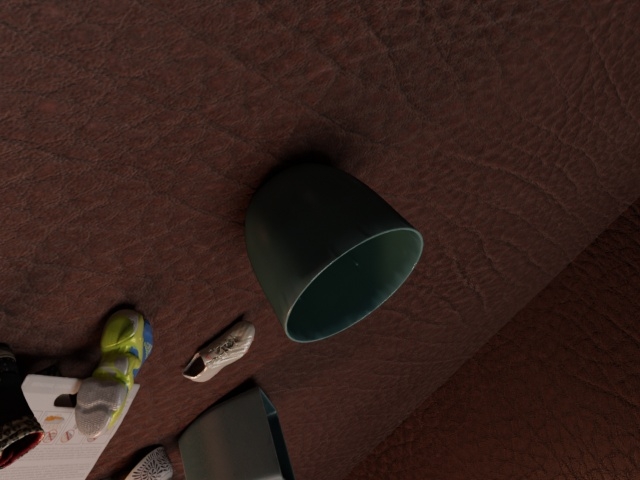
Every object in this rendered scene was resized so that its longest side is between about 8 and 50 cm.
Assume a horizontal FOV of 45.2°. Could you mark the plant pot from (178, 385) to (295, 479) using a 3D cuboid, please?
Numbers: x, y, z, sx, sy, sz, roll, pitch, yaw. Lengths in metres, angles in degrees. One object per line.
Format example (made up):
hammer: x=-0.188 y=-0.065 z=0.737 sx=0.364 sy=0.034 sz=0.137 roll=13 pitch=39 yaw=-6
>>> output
plant pot: x=-0.227 y=0.562 z=2.017 sx=0.252 sy=0.247 sz=0.247 roll=-17 pitch=152 yaw=0

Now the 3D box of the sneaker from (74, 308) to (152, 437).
sneaker: x=-0.366 y=0.247 z=1.422 sx=0.126 sy=0.091 sz=0.240 roll=29 pitch=82 yaw=-74

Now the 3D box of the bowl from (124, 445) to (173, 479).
bowl: x=-0.430 y=0.618 z=1.960 sx=0.170 sy=0.080 sz=0.170 roll=-49 pitch=163 yaw=-21

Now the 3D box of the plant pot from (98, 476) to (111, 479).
plant pot: x=-0.567 y=0.672 z=1.913 sx=0.109 sy=0.096 sz=0.109 roll=-5 pitch=138 yaw=-47

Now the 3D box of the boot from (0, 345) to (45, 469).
boot: x=-0.572 y=0.295 z=1.220 sx=0.236 sy=0.178 sz=0.085 roll=-31 pitch=153 yaw=-15

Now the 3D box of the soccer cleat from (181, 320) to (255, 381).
soccer cleat: x=-0.224 y=0.249 z=1.702 sx=0.196 sy=0.068 sz=0.076 roll=-43 pitch=150 yaw=17

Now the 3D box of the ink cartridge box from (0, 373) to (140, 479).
ink cartridge box: x=-0.552 y=0.401 z=1.439 sx=0.384 sy=0.091 sz=0.308 roll=-59 pitch=151 yaw=2

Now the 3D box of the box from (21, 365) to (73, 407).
box: x=-0.618 y=0.374 z=1.430 sx=0.322 sy=0.058 sz=0.232 roll=-26 pitch=151 yaw=-25

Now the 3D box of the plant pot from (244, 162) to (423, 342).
plant pot: x=0.000 y=0.000 z=1.391 sx=0.293 sy=0.235 sz=0.293 roll=-28 pitch=152 yaw=-17
